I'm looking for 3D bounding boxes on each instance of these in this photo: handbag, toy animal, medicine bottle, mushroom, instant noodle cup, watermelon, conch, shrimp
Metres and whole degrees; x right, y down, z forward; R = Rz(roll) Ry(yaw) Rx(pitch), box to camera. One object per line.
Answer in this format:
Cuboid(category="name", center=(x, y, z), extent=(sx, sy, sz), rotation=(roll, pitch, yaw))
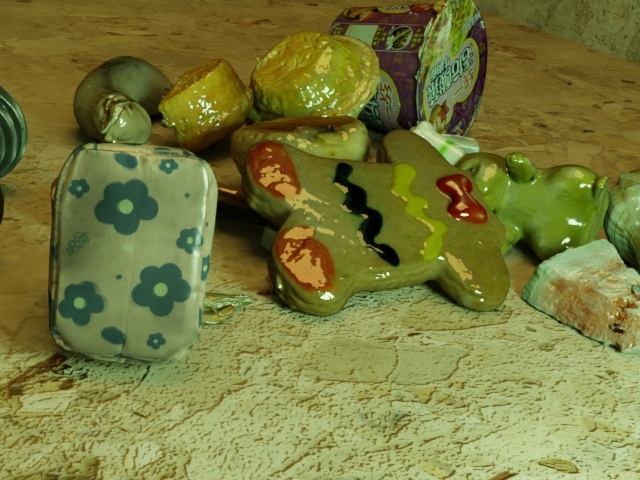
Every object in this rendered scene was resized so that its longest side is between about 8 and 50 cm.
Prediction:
Cuboid(category="handbag", center=(-0.231, 0.005, 1.209), extent=(0.190, 0.251, 0.193), rotation=(5, 7, -12))
Cuboid(category="toy animal", center=(0.299, -0.072, 1.694), extent=(0.363, 0.181, 0.180), rotation=(16, 15, 10))
Cuboid(category="medicine bottle", center=(0.245, -0.132, 1.867), extent=(0.074, 0.118, 0.055), rotation=(7, 23, -5))
Cuboid(category="mushroom", center=(-0.377, -0.258, 1.900), extent=(0.177, 0.126, 0.397), rotation=(16, 20, -3))
Cuboid(category="instant noodle cup", center=(0.173, -0.371, 2.162), extent=(0.266, 0.340, 0.340), rotation=(14, 22, 30))
Cuboid(category="watermelon", center=(0.421, 0.095, 1.482), extent=(0.154, 0.094, 0.241), rotation=(-12, 34, -28))
Cuboid(category="conch", center=(0.578, -0.017, 1.675), extent=(0.169, 0.203, 0.386), rotation=(5, 39, -12))
Cuboid(category="shrimp", center=(-0.136, 0.090, 1.326), extent=(0.108, 0.023, 0.059), rotation=(0, 35, -23))

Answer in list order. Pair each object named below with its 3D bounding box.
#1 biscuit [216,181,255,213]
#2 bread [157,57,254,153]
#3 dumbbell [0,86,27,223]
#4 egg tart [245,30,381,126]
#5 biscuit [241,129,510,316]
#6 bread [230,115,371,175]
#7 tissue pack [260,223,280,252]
Cuboid(category="biscuit", center=(-0.151, -0.073, 1.617), extent=(0.224, 0.033, 0.144), rotation=(13, -4, 13))
Cuboid(category="bread", center=(-0.208, -0.263, 1.899), extent=(0.139, 0.143, 0.229), rotation=(-28, 22, 23))
Cuboid(category="dumbbell", center=(-0.519, -0.108, 1.423), extent=(0.179, 0.179, 0.406), rotation=(5, 25, -12))
Cuboid(category="egg tart", center=(-0.033, -0.314, 1.982), extent=(0.319, 0.128, 0.319), rotation=(-16, 46, 18))
Cuboid(category="biscuit", center=(0.087, -0.048, 1.515), extent=(0.394, 0.076, 0.368), rotation=(0, 47, -23))
Cuboid(category="bread", center=(-0.030, -0.139, 1.730), extent=(0.244, 0.134, 0.244), rotation=(-1, 15, 0))
Cuboid(category="tissue pack", center=(0.000, 0.000, 1.552), extent=(0.112, 0.051, 0.156), rotation=(28, 29, 30))
